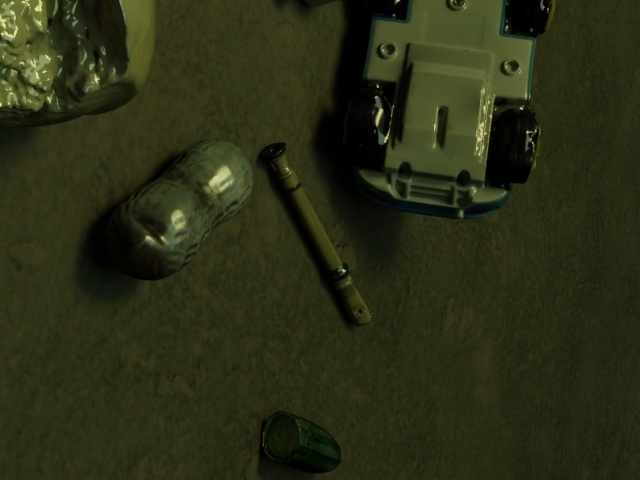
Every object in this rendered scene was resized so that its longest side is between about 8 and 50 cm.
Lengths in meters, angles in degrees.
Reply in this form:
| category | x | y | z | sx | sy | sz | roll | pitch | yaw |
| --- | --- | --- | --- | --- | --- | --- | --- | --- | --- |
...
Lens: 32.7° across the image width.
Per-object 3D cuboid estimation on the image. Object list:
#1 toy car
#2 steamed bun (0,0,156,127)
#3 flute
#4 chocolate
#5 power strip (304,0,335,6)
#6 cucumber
| category | x | y | z | sx | sy | sz | roll | pitch | yaw |
| --- | --- | --- | --- | --- | --- | --- | --- | --- | --- |
| toy car | 0.133 | -0.173 | 1.143 | 0.166 | 0.198 | 0.314 | 88 | 9 | -73 |
| steamed bun | -0.189 | -0.188 | 0.689 | 0.200 | 0.170 | 0.225 | 0 | 88 | -50 |
| flute | 0.000 | 0.000 | 1.077 | 0.027 | 0.027 | 0.233 | -58 | 134 | -37 |
| chocolate | -0.113 | -0.026 | 0.880 | 0.167 | 0.072 | 0.072 | -51 | 130 | -44 |
| power strip | 0.049 | -0.386 | 1.113 | 0.091 | 0.062 | 0.385 | 49 | 51 | -39 |
| cucumber | -0.011 | 0.198 | 1.042 | 0.105 | 0.048 | 0.048 | 34 | 63 | -50 |
